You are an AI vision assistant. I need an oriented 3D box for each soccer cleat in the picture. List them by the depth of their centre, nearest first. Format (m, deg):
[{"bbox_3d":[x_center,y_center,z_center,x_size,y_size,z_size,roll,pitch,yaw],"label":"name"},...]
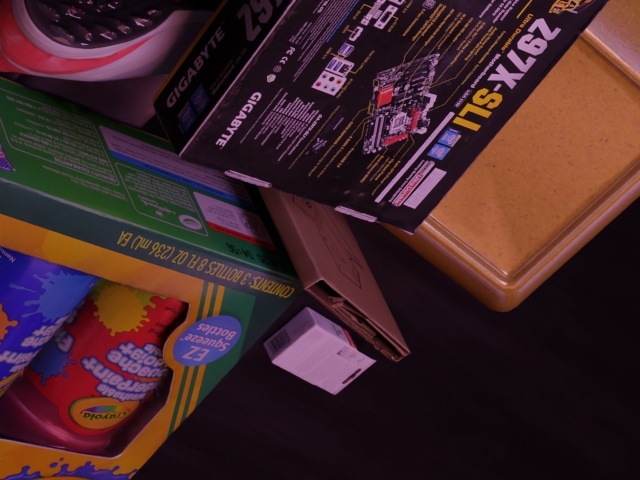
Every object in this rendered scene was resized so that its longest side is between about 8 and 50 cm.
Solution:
[{"bbox_3d":[-0.117,-0.180,1.541,0.318,0.109,0.116,-7,168,-36],"label":"soccer cleat"}]

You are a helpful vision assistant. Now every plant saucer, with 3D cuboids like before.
[{"bbox_3d":[0.160,-0.107,1.669,0.333,0.081,0.333,37,114,-21],"label":"plant saucer"}]

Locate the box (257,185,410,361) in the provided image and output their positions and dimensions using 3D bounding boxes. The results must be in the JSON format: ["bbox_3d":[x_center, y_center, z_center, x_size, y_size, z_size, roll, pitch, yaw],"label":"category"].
[{"bbox_3d":[0.000,0.000,1.708,0.021,0.201,0.164,-35,141,12],"label":"box"}]

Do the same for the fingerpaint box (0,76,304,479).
[{"bbox_3d":[-0.298,0.059,1.631,0.445,0.163,0.371,21,121,-43],"label":"fingerpaint box"}]

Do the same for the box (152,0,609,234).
[{"bbox_3d":[0.061,-0.167,1.485,0.257,0.079,0.322,15,124,-40],"label":"box"}]

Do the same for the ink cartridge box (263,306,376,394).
[{"bbox_3d":[0.000,0.115,1.973,0.063,0.029,0.115,-40,141,15],"label":"ink cartridge box"}]
